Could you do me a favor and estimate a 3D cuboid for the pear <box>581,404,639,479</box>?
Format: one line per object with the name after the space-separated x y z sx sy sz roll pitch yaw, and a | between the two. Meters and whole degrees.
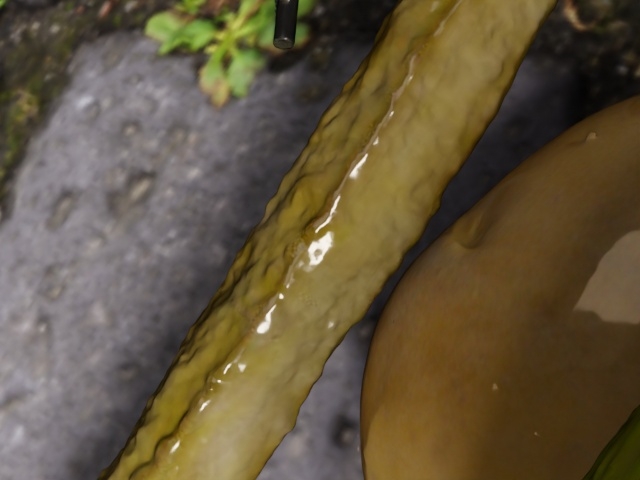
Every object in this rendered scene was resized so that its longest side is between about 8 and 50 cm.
0.207 0.158 0.341 0.391 0.391 0.391 -9 64 18 | pear

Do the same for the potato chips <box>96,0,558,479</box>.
0.000 0.000 0.608 0.407 0.057 0.080 -58 23 5 | potato chips

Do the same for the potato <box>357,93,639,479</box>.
0.112 0.035 0.575 0.234 0.146 0.150 -38 27 2 | potato

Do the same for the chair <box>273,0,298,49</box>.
0.026 -0.245 0.719 0.141 0.154 0.260 -3 68 20 | chair
